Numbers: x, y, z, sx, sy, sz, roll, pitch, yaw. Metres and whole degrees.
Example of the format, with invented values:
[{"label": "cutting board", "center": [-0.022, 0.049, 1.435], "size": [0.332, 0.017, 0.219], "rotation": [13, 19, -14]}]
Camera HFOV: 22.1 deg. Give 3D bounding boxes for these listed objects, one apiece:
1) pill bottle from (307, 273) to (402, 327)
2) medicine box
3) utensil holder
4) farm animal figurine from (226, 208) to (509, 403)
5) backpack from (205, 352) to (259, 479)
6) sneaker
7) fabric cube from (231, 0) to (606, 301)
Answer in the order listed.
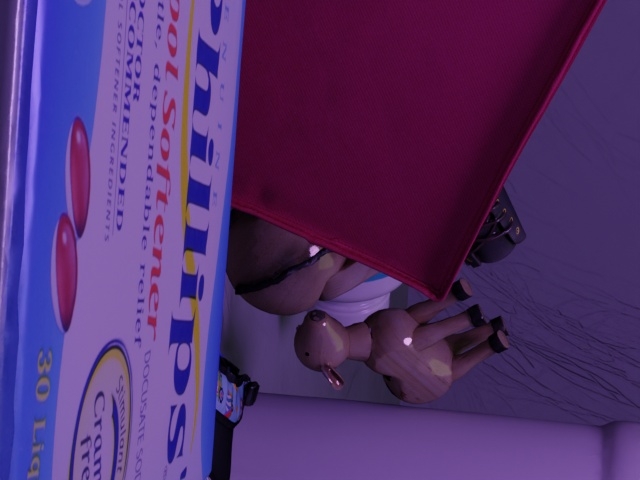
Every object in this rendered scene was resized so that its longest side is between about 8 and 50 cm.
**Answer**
[{"label": "pill bottle", "center": [0.028, -0.038, 1.679], "size": [0.146, 0.146, 0.264], "rotation": [-73, 166, -54]}, {"label": "medicine box", "center": [-0.131, -0.013, 0.608], "size": [0.289, 0.149, 0.263], "rotation": [-33, 128, -78]}, {"label": "utensil holder", "center": [0.078, 0.302, 1.433], "size": [0.327, 0.386, 0.327], "rotation": [5, 90, -81]}, {"label": "farm animal figurine", "center": [0.000, 0.000, 1.344], "size": [0.330, 0.172, 0.327], "rotation": [63, 15, 3]}, {"label": "backpack", "center": [-0.110, 0.118, 0.949], "size": [0.173, 0.117, 0.158], "rotation": [76, 22, -68]}, {"label": "sneaker", "center": [0.115, -0.031, 1.276], "size": [0.118, 0.083, 0.222], "rotation": [59, 14, -5]}, {"label": "fabric cube", "center": [0.028, -0.169, 0.997], "size": [0.258, 0.259, 0.254], "rotation": [-72, -173, -57]}]
